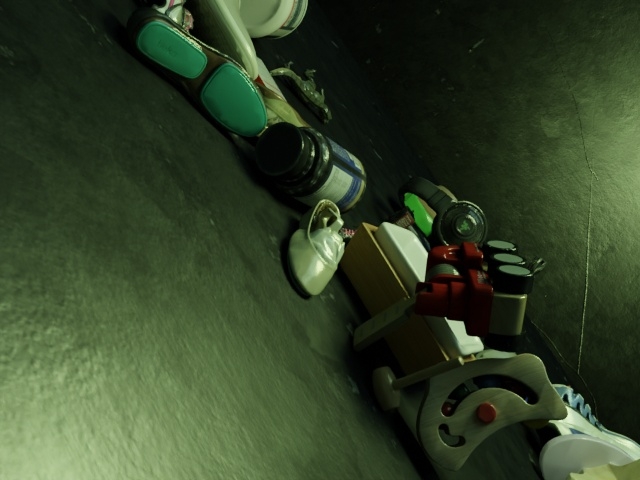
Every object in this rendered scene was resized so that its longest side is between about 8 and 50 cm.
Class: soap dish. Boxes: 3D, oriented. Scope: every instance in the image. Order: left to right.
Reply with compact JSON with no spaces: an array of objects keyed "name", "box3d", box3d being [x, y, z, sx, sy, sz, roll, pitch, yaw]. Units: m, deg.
[{"name":"soap dish","box3d":[0.164,0.113,1.349,0.291,0.118,0.229,59,16,16]}]

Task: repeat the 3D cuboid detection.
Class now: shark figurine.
[{"name":"shark figurine","box3d":[0.432,0.278,1.784,0.278,0.116,0.166,14,25,-46]}]

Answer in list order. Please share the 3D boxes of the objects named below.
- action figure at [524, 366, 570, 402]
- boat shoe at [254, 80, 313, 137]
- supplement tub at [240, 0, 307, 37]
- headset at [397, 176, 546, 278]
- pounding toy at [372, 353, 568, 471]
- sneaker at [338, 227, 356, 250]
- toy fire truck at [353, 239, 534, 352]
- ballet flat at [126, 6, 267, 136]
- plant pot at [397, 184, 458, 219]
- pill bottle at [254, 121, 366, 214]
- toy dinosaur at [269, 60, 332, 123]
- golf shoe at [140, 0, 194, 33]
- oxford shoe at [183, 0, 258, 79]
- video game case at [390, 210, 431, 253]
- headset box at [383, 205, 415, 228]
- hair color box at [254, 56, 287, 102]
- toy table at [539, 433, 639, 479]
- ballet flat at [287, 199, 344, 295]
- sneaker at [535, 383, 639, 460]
[{"name":"action figure","box3d":[0.573,0.390,1.962,0.091,0.139,0.280,59,14,12]},{"name":"boat shoe","box3d":[-0.067,-0.192,1.393,0.104,0.089,0.285,34,-2,36]},{"name":"supplement tub","box3d":[-0.135,-0.574,1.756,0.191,0.191,0.272,53,15,-6]},{"name":"headset","box3d":[0.366,-0.022,1.874,0.394,0.185,0.243,47,-9,20]},{"name":"pounding toy","box3d":[0.214,0.245,1.059,0.155,0.269,0.154,74,10,-76]},{"name":"sneaker","box3d":[0.054,-0.006,1.389,0.119,0.057,0.047,35,27,-47]},{"name":"toy fire truck","box3d":[0.181,0.089,1.146,0.217,0.246,0.158,-70,165,-74]},{"name":"ballet flat","box3d":[-0.188,-0.271,1.169,0.280,0.095,0.096,40,9,-43]},{"name":"plant pot","box3d":[0.336,-0.081,2.140,0.237,0.110,0.237,51,-4,5]},{"name":"pill bottle","box3d":[-0.016,-0.126,1.300,0.219,0.123,0.123,25,34,-58]},{"name":"toy dinosaur","box3d":[-0.048,-0.400,1.904,0.268,0.064,0.118,32,34,-48]},{"name":"golf shoe","box3d":[-0.269,-0.417,1.266,0.086,0.067,0.186,36,24,-46]},{"name":"oxford shoe","box3d":[-0.209,-0.485,1.391,0.449,0.130,0.169,60,-21,21]},{"name":"video game case","box3d":[0.305,0.074,2.000,0.248,0.035,0.275,34,26,-52]},{"name":"headset box","box3d":[0.198,-0.049,1.847,0.032,0.083,0.062,51,17,-14]},{"name":"hair color box","box3d":[-0.119,-0.298,1.491,0.167,0.053,0.093,59,15,18]},{"name":"toy table","box3d":[0.616,0.548,1.603,0.274,0.252,0.161,19,8,0]},{"name":"ballet flat","box3d":[0.000,0.000,1.170,0.086,0.086,0.248,50,17,-18]},{"name":"sneaker","box3d":[0.629,0.514,1.781,0.315,0.127,0.182,41,53,6]}]
